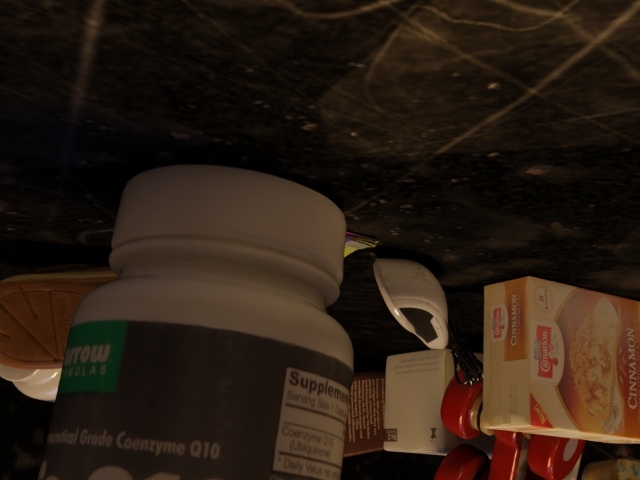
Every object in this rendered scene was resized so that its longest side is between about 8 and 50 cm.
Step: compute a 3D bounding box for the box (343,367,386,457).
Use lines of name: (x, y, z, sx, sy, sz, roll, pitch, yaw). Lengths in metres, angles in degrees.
box: (-0.032, 0.283, 1.439, 0.191, 0.143, 0.381, -6, 170, 38)

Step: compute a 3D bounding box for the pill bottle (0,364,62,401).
pill bottle: (-0.359, 0.167, 1.241, 0.124, 0.124, 0.221, 0, 165, 16)

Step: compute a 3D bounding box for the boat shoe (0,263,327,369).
boat shoe: (-0.164, 0.069, 0.898, 0.342, 0.123, 0.123, -1, -165, -1)

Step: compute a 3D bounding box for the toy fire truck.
toy fire truck: (0.298, 0.273, 1.214, 0.169, 0.302, 0.254, 20, -156, 38)

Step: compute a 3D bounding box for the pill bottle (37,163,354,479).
pill bottle: (-0.085, 0.145, 0.612, 0.204, 0.360, 0.204, 6, 161, 2)

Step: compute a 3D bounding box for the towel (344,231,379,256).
towel: (0.000, 0.000, 0.746, 0.083, 0.009, 0.060, 14, 161, -31)

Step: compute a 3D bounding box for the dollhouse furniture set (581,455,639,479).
dollhouse furniture set: (0.537, 0.380, 1.249, 0.257, 0.393, 0.362, 5, 169, -40)

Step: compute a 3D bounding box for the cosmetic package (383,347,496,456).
cosmetic package: (0.215, 0.255, 1.360, 0.184, 0.151, 0.151, 12, 162, -29)

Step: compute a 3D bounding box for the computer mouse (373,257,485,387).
computer mouse: (0.107, 0.067, 0.836, 0.042, 0.106, 0.193, -26, 147, 15)

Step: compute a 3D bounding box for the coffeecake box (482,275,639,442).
coffeecake box: (0.254, 0.124, 0.881, 0.186, 0.142, 0.068, 12, 162, -29)
